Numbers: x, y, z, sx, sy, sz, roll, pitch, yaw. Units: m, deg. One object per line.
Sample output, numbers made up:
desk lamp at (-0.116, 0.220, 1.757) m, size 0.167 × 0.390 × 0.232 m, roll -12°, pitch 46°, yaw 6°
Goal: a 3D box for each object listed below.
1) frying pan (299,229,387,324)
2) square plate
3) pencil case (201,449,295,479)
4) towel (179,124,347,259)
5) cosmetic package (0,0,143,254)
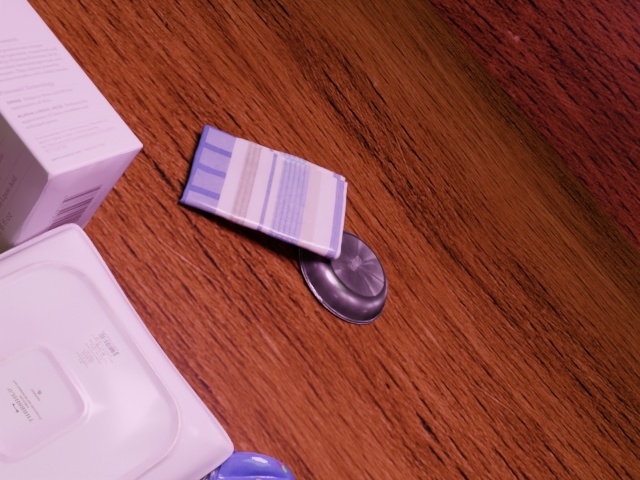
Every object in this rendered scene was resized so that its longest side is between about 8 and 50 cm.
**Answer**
frying pan at (0.021, 0.000, 1.366) m, size 0.197 × 0.053 × 0.326 m, roll -6°, pitch 64°, yaw -48°
square plate at (-0.311, 0.170, 0.793) m, size 0.344 × 0.049 × 0.347 m, roll -30°, pitch 77°, yaw -36°
pencil case at (-0.112, 0.367, 0.821) m, size 0.133 × 0.119 × 0.306 m, roll 49°, pitch 32°, yaw -27°
towel at (-0.087, -0.083, 1.306) m, size 0.285 × 0.034 × 0.209 m, roll 20°, pitch 44°, yaw -14°
cosmetic package at (-0.429, -0.182, 0.946) m, size 0.385 × 0.217 × 0.156 m, roll 48°, pitch 36°, yaw 5°
